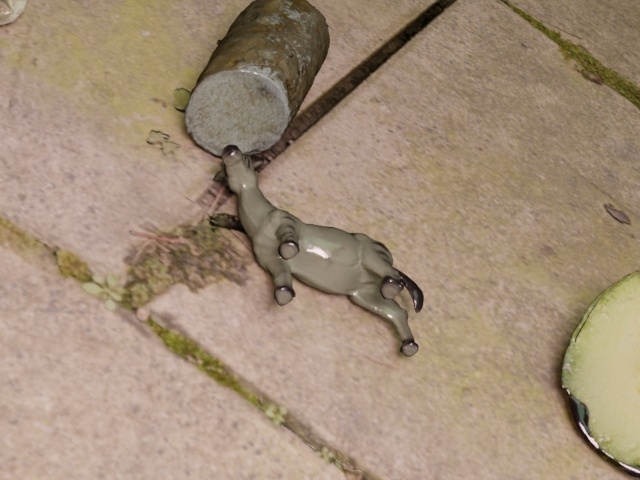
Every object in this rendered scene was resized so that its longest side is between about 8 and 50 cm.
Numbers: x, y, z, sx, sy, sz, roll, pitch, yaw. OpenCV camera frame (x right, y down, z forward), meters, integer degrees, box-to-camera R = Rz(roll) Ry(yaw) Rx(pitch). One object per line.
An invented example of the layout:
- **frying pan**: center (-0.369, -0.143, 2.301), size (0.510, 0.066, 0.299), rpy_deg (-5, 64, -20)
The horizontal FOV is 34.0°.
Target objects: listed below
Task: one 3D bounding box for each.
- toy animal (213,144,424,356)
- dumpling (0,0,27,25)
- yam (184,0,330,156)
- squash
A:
- **toy animal**: center (-0.004, 0.004, 0.931), size (0.217, 0.073, 0.176), rpy_deg (26, 22, -17)
- **dumpling**: center (-0.322, -0.228, 0.981), size (0.052, 0.057, 0.076), rpy_deg (16, -8, 41)
- **yam**: center (-0.061, -0.163, 1.042), size (0.107, 0.107, 0.194), rpy_deg (29, 37, -6)
- **squash**: center (0.312, 0.152, 1.012), size (0.192, 0.085, 0.184), rpy_deg (42, 66, 15)
